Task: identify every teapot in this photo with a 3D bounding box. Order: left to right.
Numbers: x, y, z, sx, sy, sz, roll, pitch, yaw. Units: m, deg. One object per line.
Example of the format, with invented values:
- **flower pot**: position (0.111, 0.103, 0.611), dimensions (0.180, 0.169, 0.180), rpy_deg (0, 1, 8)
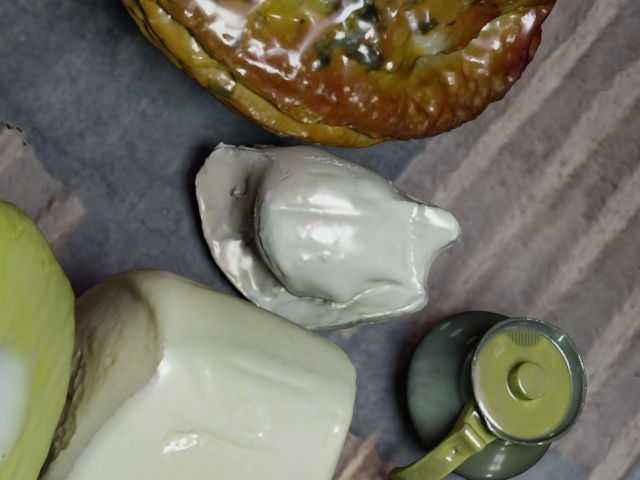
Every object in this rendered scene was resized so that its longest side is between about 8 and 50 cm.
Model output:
- **teapot**: position (0.119, 0.124, 1.473), dimensions (0.130, 0.119, 0.165), rpy_deg (48, 65, -6)

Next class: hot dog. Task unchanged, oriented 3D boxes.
- **hot dog**: position (0.026, -0.207, 1.432), dimensions (0.387, 0.174, 0.267), rpy_deg (21, 113, -35)

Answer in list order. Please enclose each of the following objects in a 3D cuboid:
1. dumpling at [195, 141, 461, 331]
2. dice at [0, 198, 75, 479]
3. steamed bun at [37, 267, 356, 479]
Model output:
- **dumpling**: position (0.000, 0.000, 1.459), dimensions (0.199, 0.118, 0.136), rpy_deg (12, 86, 8)
- **dice**: position (-0.300, 0.076, 1.192), dimensions (0.233, 0.238, 0.227), rpy_deg (14, 66, 17)
- **steamed bun**: position (-0.094, 0.125, 1.372), dimensions (0.225, 0.170, 0.200), rpy_deg (25, 100, -34)
